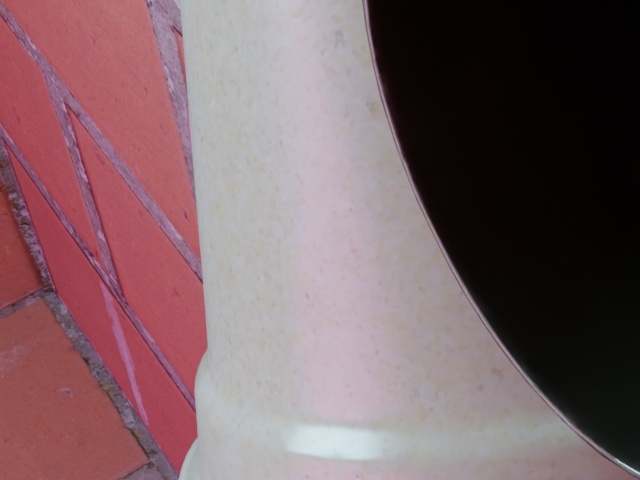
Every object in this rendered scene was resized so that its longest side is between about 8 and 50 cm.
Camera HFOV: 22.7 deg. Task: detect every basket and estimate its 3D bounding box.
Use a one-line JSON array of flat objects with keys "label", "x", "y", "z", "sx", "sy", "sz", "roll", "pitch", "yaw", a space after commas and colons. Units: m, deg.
[{"label": "basket", "x": 0.154, "y": -0.065, "z": 0.475, "sx": 0.154, "sy": 0.227, "sz": 0.204, "roll": -24, "pitch": 92, "yaw": 59}]

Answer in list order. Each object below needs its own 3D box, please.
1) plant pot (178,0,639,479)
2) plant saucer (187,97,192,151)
[{"label": "plant pot", "x": 0.067, "y": -0.052, "z": 0.709, "sx": 0.334, "sy": 0.334, "sz": 0.305, "roll": 24, "pitch": 129, "yaw": 65}, {"label": "plant saucer", "x": 0.000, "y": 0.000, "z": 1.316, "sx": 0.332, "sy": 0.084, "sz": 0.332, "roll": 53, "pitch": 159, "yaw": 32}]
